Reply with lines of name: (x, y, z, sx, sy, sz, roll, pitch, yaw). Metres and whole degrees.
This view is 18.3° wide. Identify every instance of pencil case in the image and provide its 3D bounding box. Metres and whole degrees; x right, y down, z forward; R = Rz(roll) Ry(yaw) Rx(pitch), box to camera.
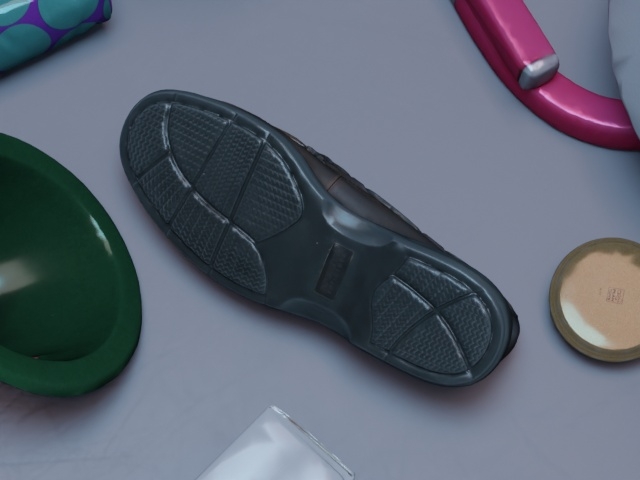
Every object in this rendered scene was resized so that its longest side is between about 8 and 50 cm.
pencil case: (-0.208, -0.138, 1.224, 0.151, 0.070, 0.064, -25, 36, -12)

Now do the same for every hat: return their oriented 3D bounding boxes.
hat: (-0.241, 0.046, 1.178, 0.208, 0.183, 0.173, 24, 45, -38)

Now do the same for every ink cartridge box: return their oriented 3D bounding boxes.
ink cartridge box: (-0.042, 0.162, 1.077, 0.063, 0.150, 0.109, 42, 74, 12)

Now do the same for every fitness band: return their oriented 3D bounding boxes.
fitness band: (0.181, -0.197, 1.267, 0.209, 0.054, 0.291, -24, 74, -10)

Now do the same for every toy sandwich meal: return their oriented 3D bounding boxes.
toy sandwich meal: (0.178, 0.036, 1.196, 0.085, 0.029, 0.086, 0, 73, 2)

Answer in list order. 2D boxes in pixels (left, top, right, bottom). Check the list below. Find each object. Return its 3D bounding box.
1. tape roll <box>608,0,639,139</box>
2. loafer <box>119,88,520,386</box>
tape roll: (0.319, -0.125, 1.180, 0.286, 0.100, 0.286, 6, 71, -18)
loafer: (0.000, 0.000, 1.188, 0.267, 0.084, 0.096, 34, 104, 14)
